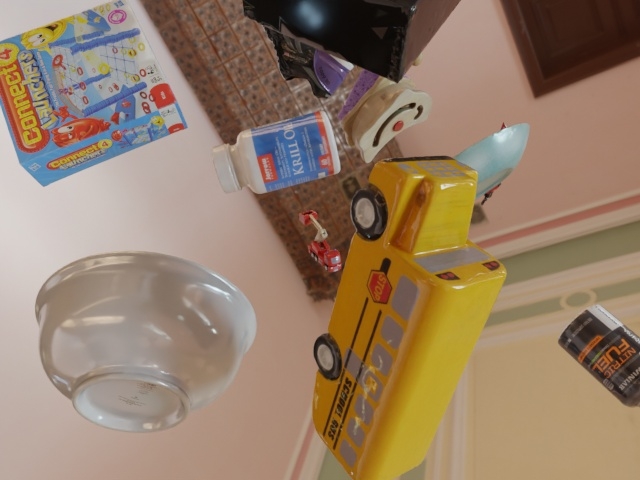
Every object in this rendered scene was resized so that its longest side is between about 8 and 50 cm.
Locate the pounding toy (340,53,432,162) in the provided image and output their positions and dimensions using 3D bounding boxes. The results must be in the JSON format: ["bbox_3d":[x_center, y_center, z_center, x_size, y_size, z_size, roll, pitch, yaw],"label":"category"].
[{"bbox_3d":[0.153,-0.331,1.265,0.269,0.154,0.155,-47,-120,14],"label":"pounding toy"}]

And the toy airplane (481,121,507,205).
[{"bbox_3d":[0.287,-0.121,0.857,0.028,0.151,0.151,32,-124,26],"label":"toy airplane"}]

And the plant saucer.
[{"bbox_3d":[0.200,-0.080,0.707,0.195,0.037,0.195,-29,167,-7],"label":"plant saucer"}]

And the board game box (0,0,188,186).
[{"bbox_3d":[-0.467,-0.304,1.059,0.302,0.308,0.086,-26,159,-10],"label":"board game box"}]

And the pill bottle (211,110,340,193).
[{"bbox_3d":[-0.083,-0.157,1.000,0.222,0.124,0.124,-16,-160,-1],"label":"pill bottle"}]

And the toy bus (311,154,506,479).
[{"bbox_3d":[0.083,0.086,0.546,0.108,0.332,0.130,-8,-145,-35],"label":"toy bus"}]

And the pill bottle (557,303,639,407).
[{"bbox_3d":[0.647,0.262,1.139,0.131,0.130,0.245,-33,-128,-10],"label":"pill bottle"}]

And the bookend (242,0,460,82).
[{"bbox_3d":[0.038,-0.237,0.458,0.157,0.072,0.156,28,-117,14],"label":"bookend"}]

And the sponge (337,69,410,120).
[{"bbox_3d":[0.138,-0.380,1.424,0.031,0.117,0.210,-50,175,-47],"label":"sponge"}]

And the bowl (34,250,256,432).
[{"bbox_3d":[-0.236,0.161,0.705,0.298,0.298,0.134,-22,-137,18],"label":"bowl"}]

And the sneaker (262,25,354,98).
[{"bbox_3d":[-0.072,-0.427,1.179,0.124,0.283,0.107,-52,178,16],"label":"sneaker"}]

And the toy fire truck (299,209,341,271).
[{"bbox_3d":[0.000,0.000,1.673,0.047,0.135,0.192,-19,-145,-24],"label":"toy fire truck"}]
